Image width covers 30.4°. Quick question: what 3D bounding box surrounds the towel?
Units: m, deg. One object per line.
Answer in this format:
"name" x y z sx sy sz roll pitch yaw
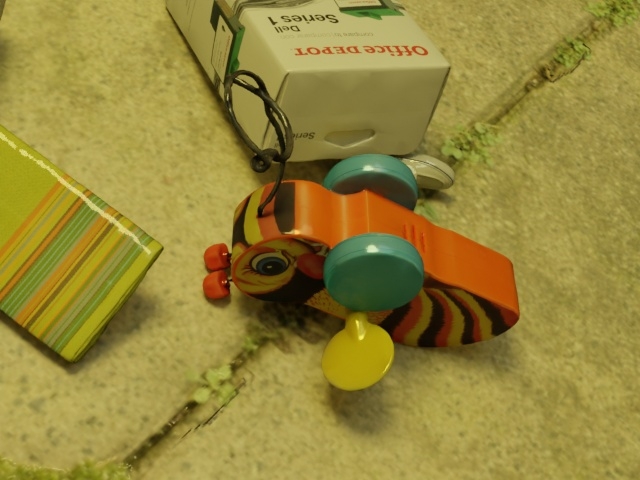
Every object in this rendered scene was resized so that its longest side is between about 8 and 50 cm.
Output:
"towel" -0.229 -0.024 0.812 0.237 0.021 0.102 37 77 6

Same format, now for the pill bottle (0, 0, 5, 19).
"pill bottle" -0.332 -0.186 0.865 0.180 0.108 0.108 20 48 -9

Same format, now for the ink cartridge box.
"ink cartridge box" -0.014 -0.173 0.992 0.160 0.093 0.219 -7 47 -30

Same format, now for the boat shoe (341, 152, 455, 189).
"boat shoe" 0.065 -0.055 0.996 0.100 0.035 0.035 16 57 -10

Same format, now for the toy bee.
"toy bee" 0.000 0.000 0.864 0.298 0.162 0.195 47 35 -18
